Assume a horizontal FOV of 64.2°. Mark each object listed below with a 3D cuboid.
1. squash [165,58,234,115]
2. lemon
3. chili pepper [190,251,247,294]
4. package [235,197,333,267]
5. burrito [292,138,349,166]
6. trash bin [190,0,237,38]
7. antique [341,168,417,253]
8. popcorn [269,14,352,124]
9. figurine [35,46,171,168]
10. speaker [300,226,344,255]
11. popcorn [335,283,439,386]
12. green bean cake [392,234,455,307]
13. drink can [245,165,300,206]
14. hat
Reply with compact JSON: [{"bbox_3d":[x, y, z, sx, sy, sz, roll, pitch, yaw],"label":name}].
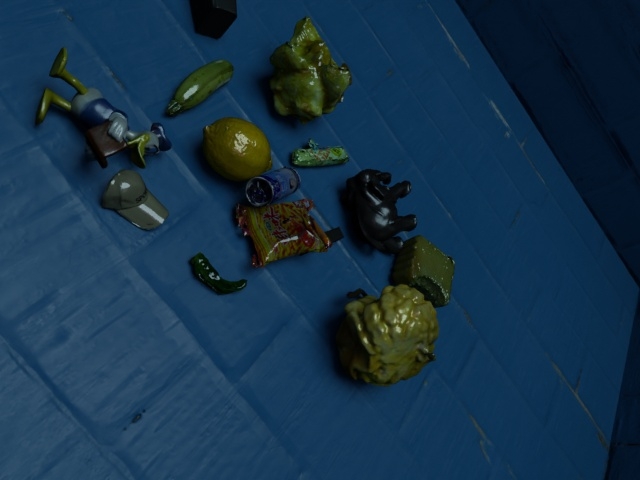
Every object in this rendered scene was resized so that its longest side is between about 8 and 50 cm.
[{"bbox_3d":[-0.382,-0.496,1.626,0.094,0.094,0.341,48,49,-13],"label":"squash"},{"bbox_3d":[-0.255,-0.278,1.569,0.256,0.188,0.188,30,55,-36],"label":"lemon"},{"bbox_3d":[-0.295,0.106,1.463,0.182,0.050,0.073,37,45,-25],"label":"chili pepper"},{"bbox_3d":[-0.118,-0.027,1.621,0.288,0.108,0.223,-10,63,-26],"label":"package"},{"bbox_3d":[-0.003,-0.326,1.890,0.288,0.054,0.104,-13,80,-42],"label":"burrito"},{"bbox_3d":[-0.368,-0.834,1.737,0.115,0.165,0.226,3,72,-40],"label":"trash bin"},{"bbox_3d":[0.219,-0.117,1.897,0.255,0.185,0.322,8,70,-39],"label":"antique"},{"bbox_3d":[-0.066,-0.586,1.800,0.321,0.290,0.325,56,22,16],"label":"popcorn"},{"bbox_3d":[-0.533,-0.304,1.339,0.338,0.204,0.283,17,29,-44],"label":"figurine"},{"bbox_3d":[0.000,0.000,1.760,0.191,0.040,0.046,-22,85,-43],"label":"speaker"},{"bbox_3d":[0.204,0.280,1.647,0.349,0.349,0.382,18,22,-33],"label":"popcorn"},{"bbox_3d":[0.397,0.128,1.979,0.236,0.124,0.233,36,51,-23],"label":"green bean cake"},{"bbox_3d":[-0.146,-0.174,1.624,0.097,0.097,0.235,59,25,-3],"label":"drink can"},{"bbox_3d":[-0.483,-0.117,1.379,0.175,0.085,0.147,39,50,-19],"label":"hat"}]
